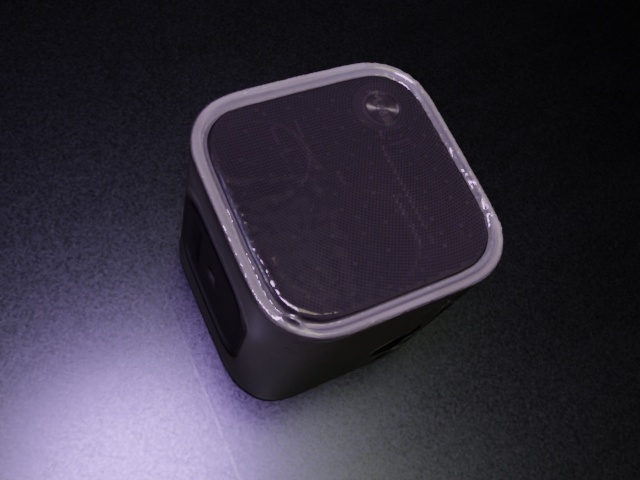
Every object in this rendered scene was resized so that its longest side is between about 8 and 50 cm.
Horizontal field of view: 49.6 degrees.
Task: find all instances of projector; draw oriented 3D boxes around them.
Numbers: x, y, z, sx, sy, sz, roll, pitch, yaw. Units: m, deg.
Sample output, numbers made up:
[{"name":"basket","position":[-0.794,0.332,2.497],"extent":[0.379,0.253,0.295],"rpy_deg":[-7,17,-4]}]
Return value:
[{"name":"projector","position":[0.000,0.000,0.722],"extent":[0.248,0.249,0.248],"rpy_deg":[-19,72,-21]}]
